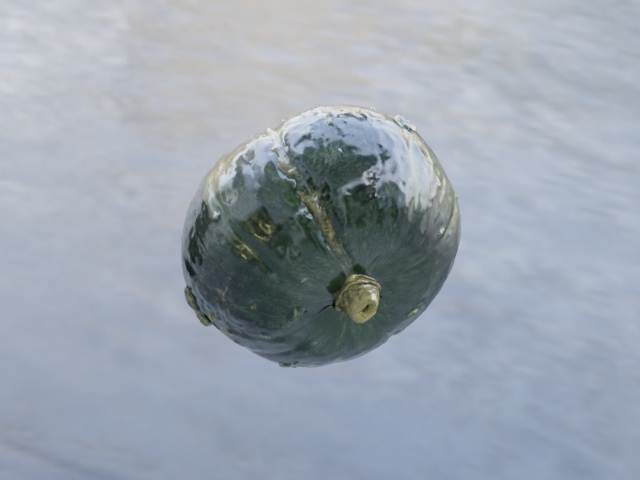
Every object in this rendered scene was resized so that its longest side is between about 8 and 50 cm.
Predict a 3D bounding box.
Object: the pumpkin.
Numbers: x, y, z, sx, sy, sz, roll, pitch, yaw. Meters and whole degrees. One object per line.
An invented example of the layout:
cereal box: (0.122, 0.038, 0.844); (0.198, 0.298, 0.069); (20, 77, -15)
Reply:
pumpkin: (0.001, -0.001, 1.040); (0.190, 0.190, 0.146); (3, 53, -13)
